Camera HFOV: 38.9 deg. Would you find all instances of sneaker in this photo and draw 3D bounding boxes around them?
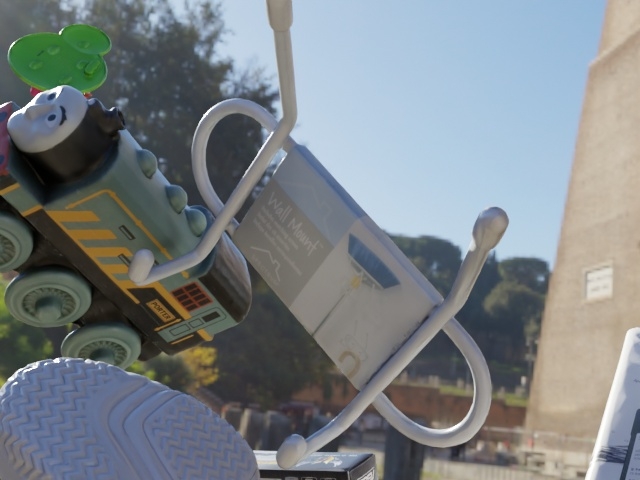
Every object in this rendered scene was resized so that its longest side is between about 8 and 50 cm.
[{"bbox_3d":[-0.068,0.179,0.423,0.268,0.101,0.153,42,-63,-13],"label":"sneaker"}]

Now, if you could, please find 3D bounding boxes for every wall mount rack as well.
[{"bbox_3d":[0.000,0.000,0.669,0.130,0.350,0.304,-21,-27,-50],"label":"wall mount rack"}]

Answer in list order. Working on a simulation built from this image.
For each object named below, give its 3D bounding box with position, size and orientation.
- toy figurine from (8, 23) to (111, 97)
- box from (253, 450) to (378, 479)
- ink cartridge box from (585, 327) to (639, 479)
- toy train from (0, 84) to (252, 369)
[{"bbox_3d":[-0.372,-0.202,1.288,0.130,0.173,0.159,26,-48,0],"label":"toy figurine"},{"bbox_3d":[-0.051,0.289,0.832,0.231,0.183,0.056,-6,2,30],"label":"box"},{"bbox_3d":[0.275,0.234,0.721,0.115,0.273,0.198,7,-53,26],"label":"ink cartridge box"},{"bbox_3d":[-0.204,-0.002,0.845,0.190,0.142,0.334,-24,-44,9],"label":"toy train"}]
